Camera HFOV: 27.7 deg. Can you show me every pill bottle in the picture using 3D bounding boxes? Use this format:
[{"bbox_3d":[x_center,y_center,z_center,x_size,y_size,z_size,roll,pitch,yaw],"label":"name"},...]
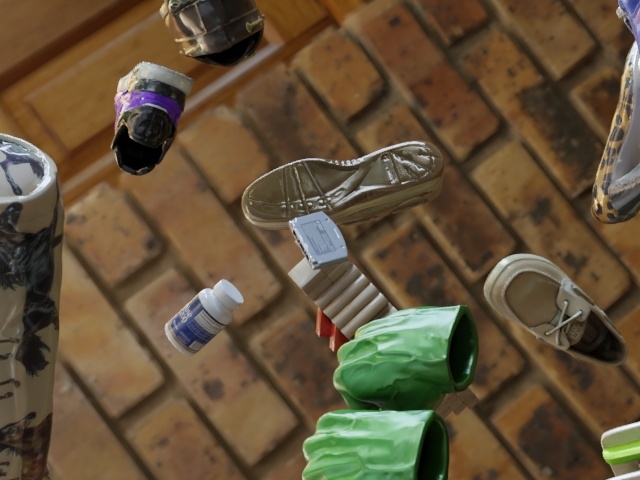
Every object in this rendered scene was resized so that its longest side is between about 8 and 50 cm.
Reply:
[{"bbox_3d":[-0.178,0.117,2.008,0.067,0.120,0.067,44,15,-15],"label":"pill bottle"}]

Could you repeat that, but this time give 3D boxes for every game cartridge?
[{"bbox_3d":[0.000,0.000,1.653,0.017,0.056,0.083,92,-24,-50],"label":"game cartridge"}]

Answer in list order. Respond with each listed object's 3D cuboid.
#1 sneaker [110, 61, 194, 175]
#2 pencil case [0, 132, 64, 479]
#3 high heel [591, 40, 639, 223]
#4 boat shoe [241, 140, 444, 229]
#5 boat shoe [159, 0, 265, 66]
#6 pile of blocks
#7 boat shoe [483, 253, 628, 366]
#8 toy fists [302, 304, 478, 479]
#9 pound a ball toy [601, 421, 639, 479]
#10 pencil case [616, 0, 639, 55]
[{"bbox_3d":[-0.269,-0.166,1.935,0.102,0.146,0.293,18,-9,-10],"label":"sneaker"},{"bbox_3d":[-0.353,0.082,1.313,0.183,0.160,0.410,26,-58,30],"label":"pencil case"},{"bbox_3d":[0.416,-0.157,1.768,0.093,0.261,0.186,15,-30,-15],"label":"high heel"},{"bbox_3d":[0.041,-0.069,2.164,0.110,0.341,0.122,79,0,-58],"label":"boat shoe"},{"bbox_3d":[-0.085,-0.173,1.051,0.228,0.081,0.069,-88,158,-88],"label":"boat shoe"},{"bbox_3d":[0.075,0.144,1.955,0.362,0.112,0.149,47,-1,9],"label":"pile of blocks"},{"bbox_3d":[0.365,0.113,1.966,0.302,0.109,0.098,32,7,-40],"label":"boat shoe"},{"bbox_3d":[0.072,0.180,1.349,0.142,0.279,0.096,-6,-49,28],"label":"toy fists"},{"bbox_3d":[0.453,0.310,1.546,0.136,0.319,0.208,63,24,-16],"label":"pound a ball toy"},{"bbox_3d":[0.448,-0.199,1.557,0.119,0.133,0.306,17,57,-59],"label":"pencil case"}]
